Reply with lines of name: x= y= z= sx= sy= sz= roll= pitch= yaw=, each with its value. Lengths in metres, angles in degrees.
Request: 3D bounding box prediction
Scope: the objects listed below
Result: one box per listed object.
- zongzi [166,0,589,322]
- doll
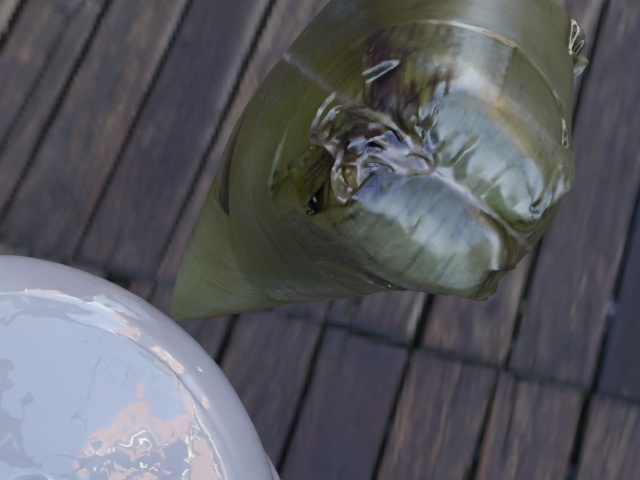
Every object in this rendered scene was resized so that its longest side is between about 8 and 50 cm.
zongzi: x=0.000 y=0.000 z=0.998 sx=0.145 sy=0.300 sz=0.274 roll=41 pitch=21 yaw=-11
doll: x=-0.123 y=0.137 z=0.735 sx=0.221 sy=0.221 sz=0.251 roll=0 pitch=71 yaw=-4
